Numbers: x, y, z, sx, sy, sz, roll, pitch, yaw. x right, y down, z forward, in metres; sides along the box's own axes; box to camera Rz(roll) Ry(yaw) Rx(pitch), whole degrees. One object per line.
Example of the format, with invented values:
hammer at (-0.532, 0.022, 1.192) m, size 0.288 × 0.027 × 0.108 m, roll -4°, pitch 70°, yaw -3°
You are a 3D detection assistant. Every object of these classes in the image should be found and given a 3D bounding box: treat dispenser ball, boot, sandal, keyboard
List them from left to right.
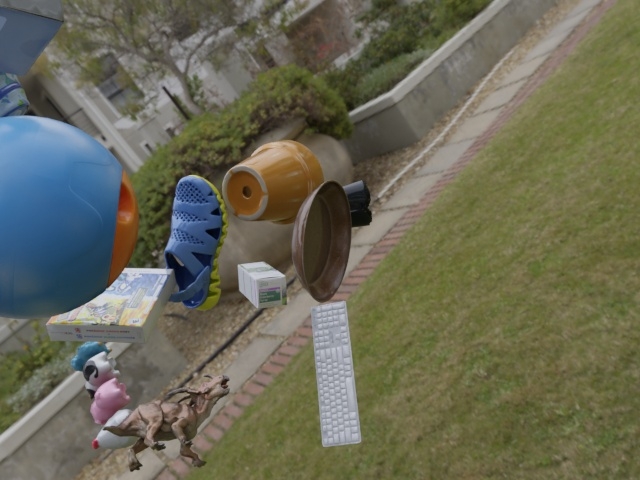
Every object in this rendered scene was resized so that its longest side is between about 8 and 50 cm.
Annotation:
treat dispenser ball at (-0.411, -0.032, 0.788) m, size 0.288 × 0.288 × 0.288 m, roll -33°, pitch 16°, yaw 11°
sandal at (-0.290, 0.014, 1.221) m, size 0.126 × 0.317 × 0.138 m, roll 5°, pitch 9°, yaw 27°
boot at (0.017, -0.125, 1.406) m, size 0.207 × 0.246 × 0.094 m, roll -16°, pitch 29°, yaw 4°
keyboard at (0.027, 0.240, 1.008) m, size 0.072 × 0.014 × 0.256 m, roll -16°, pitch 65°, yaw 22°

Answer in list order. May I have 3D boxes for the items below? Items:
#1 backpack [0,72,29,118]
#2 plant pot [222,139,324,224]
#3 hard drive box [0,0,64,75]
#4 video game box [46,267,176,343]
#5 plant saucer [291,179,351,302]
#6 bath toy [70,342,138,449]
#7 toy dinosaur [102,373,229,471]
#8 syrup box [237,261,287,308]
backpack at (-0.670, -0.185, 0.920) m, size 0.290 × 0.273 × 0.355 m, roll -7°, pitch 65°, yaw 63°
plant pot at (-0.124, -0.126, 1.296) m, size 0.205 × 0.205 × 0.188 m, roll -26°, pitch 0°, yaw 33°
hard drive box at (-0.466, -0.396, 0.815) m, size 0.089 × 0.232 × 0.181 m, roll -1°, pitch -13°, yaw -45°
video game box at (-0.412, 0.125, 1.106) m, size 0.187 × 0.048 × 0.205 m, roll -1°, pitch 29°, yaw 4°
plant saucer at (0.000, 0.000, 0.891) m, size 0.036 × 0.198 × 0.198 m, roll 6°, pitch 35°, yaw 24°
bath toy at (-0.610, 0.446, 1.549) m, size 0.129 × 0.151 × 0.348 m, roll -31°, pitch 50°, yaw -12°
toy dinosaur at (-0.361, 0.414, 1.285) m, size 0.127 × 0.296 × 0.200 m, roll -63°, pitch 34°, yaw 34°
syrup box at (-0.184, 0.135, 1.709) m, size 0.093 × 0.096 × 0.237 m, roll -6°, pitch 11°, yaw -21°
